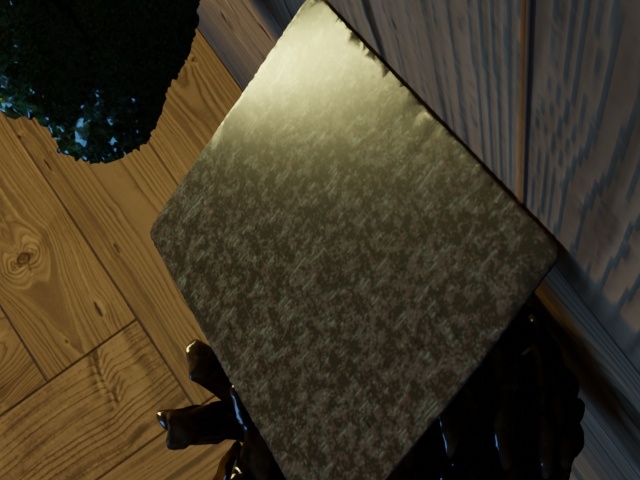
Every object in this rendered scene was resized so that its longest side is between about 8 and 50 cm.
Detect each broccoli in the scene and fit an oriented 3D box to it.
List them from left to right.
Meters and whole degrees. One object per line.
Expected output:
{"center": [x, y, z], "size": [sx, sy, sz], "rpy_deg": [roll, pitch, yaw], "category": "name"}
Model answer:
{"center": [-0.209, -0.199, 0.921], "size": [0.308, 0.275, 0.308], "rpy_deg": [49, -150, -42], "category": "broccoli"}

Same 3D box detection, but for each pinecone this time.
{"center": [0.028, 0.092, 0.659], "size": [0.179, 0.205, 0.184], "rpy_deg": [-113, 3, -59], "category": "pinecone"}

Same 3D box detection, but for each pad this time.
{"center": [0.000, 0.000, 0.574], "size": [0.003, 0.158, 0.235], "rpy_deg": [23, -159, -39], "category": "pad"}
